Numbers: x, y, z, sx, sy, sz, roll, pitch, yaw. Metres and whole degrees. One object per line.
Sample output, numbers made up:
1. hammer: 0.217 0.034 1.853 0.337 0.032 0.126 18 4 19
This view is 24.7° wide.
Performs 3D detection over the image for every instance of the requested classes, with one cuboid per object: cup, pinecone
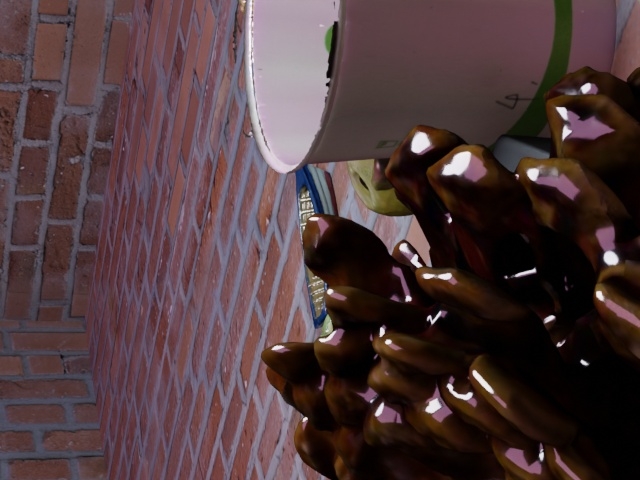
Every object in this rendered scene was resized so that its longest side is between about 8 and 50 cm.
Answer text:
1. cup: 0.089 -0.181 1.238 0.253 0.274 0.253 180 90 -71
2. pinecone: 0.173 0.078 0.860 0.398 0.397 0.398 -179 90 -72

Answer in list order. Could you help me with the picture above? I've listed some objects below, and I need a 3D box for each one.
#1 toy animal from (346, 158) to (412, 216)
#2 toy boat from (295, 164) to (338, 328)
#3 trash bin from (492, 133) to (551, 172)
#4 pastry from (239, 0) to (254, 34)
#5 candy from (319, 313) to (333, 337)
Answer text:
1. toy animal: 0.070 -0.099 1.439 0.180 0.181 0.363 123 148 -42
2. toy boat: 0.000 0.000 1.877 0.080 0.046 0.229 122 146 -59
3. trash bin: 0.188 0.046 1.164 0.176 0.101 0.236 -147 63 -62
4. pastry: -0.001 -0.327 1.674 0.315 0.184 0.284 175 95 -72
5. candy: 0.059 0.228 1.639 0.092 0.093 0.336 0 97 40
